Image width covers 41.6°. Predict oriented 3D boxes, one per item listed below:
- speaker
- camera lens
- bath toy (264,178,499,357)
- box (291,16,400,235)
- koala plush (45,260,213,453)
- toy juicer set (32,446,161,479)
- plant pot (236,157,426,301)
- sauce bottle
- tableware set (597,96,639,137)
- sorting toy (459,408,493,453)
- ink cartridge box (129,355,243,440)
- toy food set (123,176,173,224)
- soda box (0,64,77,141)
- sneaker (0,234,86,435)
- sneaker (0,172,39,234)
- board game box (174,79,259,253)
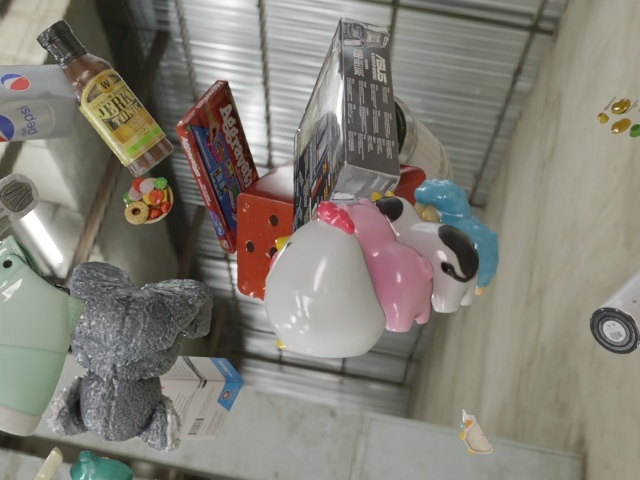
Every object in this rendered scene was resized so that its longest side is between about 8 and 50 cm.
[{"bbox_3d":[0.337,0.062,0.873,0.136,0.055,0.055,-31,-38,-37],"label":"speaker"},{"bbox_3d":[0.129,-0.160,1.703,0.274,0.220,0.219,31,-114,-55],"label":"camera lens"},{"bbox_3d":[0.058,0.012,0.820,0.348,0.152,0.128,-16,-69,-59],"label":"bath toy"},{"bbox_3d":[0.027,-0.121,1.175,0.242,0.077,0.307,115,161,-45],"label":"box"},{"bbox_3d":[-0.252,0.159,1.075,0.203,0.196,0.221,-125,47,-81],"label":"koala plush"},{"bbox_3d":[-0.499,0.524,1.820,0.329,0.209,0.089,39,-147,-35],"label":"toy juicer set"},{"bbox_3d":[0.000,0.000,1.457,0.236,0.267,0.267,-14,-68,-47],"label":"plant pot"},{"bbox_3d":[-0.447,-0.292,1.735,0.111,0.344,0.111,-36,15,11],"label":"sauce bottle"},{"bbox_3d":[0.694,-0.277,1.912,0.104,0.024,0.154,-49,29,-6],"label":"tableware set"},{"bbox_3d":[0.293,0.367,1.635,0.083,0.045,0.075,60,-170,-23],"label":"sorting toy"},{"bbox_3d":[-0.273,0.302,1.621,0.086,0.203,0.148,45,114,44],"label":"ink cartridge box"},{"bbox_3d":[-0.287,-0.068,1.400,0.020,0.083,0.082,69,-168,-70],"label":"toy food set"},{"bbox_3d":[-0.551,-0.219,1.360,0.098,0.286,0.091,56,139,31],"label":"soda box"},{"bbox_3d":[-0.334,0.051,0.738,0.094,0.256,0.151,123,172,-77],"label":"sneaker"},{"bbox_3d":[-0.589,-0.020,1.438,0.115,0.090,0.232,-23,15,47],"label":"sneaker"},{"bbox_3d":[-0.168,-0.126,1.495,0.145,0.027,0.281,-60,-34,-40],"label":"board game box"}]
